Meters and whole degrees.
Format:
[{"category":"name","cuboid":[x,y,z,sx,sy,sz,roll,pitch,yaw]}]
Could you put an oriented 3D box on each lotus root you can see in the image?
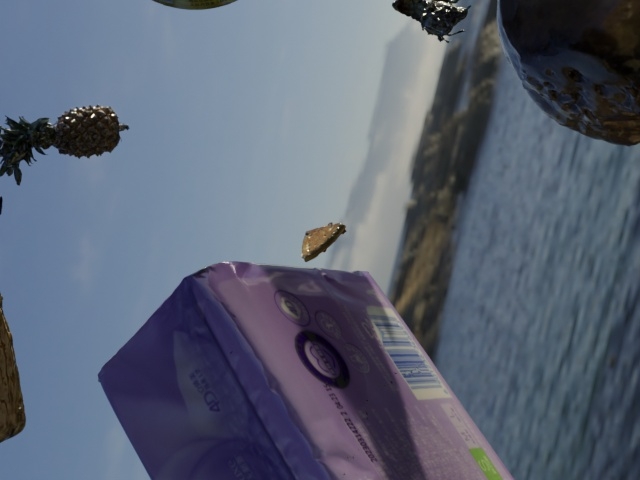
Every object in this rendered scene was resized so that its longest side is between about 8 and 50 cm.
[{"category":"lotus root","cuboid":[0.261,-0.183,1.097,0.192,0.272,0.272,-51,-13,-20]}]

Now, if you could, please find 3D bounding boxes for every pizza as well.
[{"category":"pizza","cuboid":[0.001,0.001,1.967,0.083,0.025,0.078,-41,24,-5]}]

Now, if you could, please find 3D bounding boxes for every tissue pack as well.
[{"category":"tissue pack","cuboid":[0.021,0.191,0.914,0.160,0.338,0.242,-44,-25,24]}]

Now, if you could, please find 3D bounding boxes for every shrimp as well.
[{"category":"shrimp","cuboid":[0.179,-0.346,1.929,0.082,0.076,0.174,-64,30,9]}]

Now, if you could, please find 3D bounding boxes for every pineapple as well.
[{"category":"pineapple","cuboid":[-0.411,-0.159,2.033,0.083,0.221,0.103,56,150,41]}]

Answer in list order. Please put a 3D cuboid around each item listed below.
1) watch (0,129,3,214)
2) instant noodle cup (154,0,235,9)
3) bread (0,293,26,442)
[{"category":"watch","cuboid":[-0.456,-0.051,1.483,0.171,0.196,0.200,148,111,-74]},{"category":"instant noodle cup","cuboid":[-0.147,-0.404,1.458,0.200,0.264,0.264,75,-153,-58]},{"category":"bread","cuboid":[-0.626,0.211,1.990,0.324,0.167,0.277,-20,-76,-59]}]
